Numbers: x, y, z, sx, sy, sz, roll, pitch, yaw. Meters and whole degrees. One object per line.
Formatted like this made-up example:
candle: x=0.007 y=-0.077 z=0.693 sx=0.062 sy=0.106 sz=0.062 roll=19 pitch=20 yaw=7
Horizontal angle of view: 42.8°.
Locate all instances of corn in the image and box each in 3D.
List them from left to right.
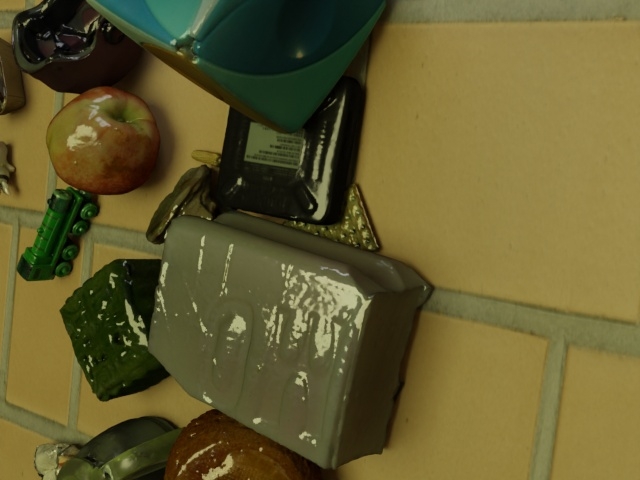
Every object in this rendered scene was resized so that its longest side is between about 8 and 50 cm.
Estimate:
corn: x=-0.234 y=-0.171 z=1.697 sx=0.083 sy=0.027 sz=0.028 roll=15 pitch=130 yaw=35

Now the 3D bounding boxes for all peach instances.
peach: x=-0.471 y=-0.199 z=1.747 sx=0.256 sy=0.232 sz=0.232 roll=-40 pitch=68 yaw=38

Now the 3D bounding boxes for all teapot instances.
teapot: x=-0.385 y=0.498 z=1.670 sx=0.321 sy=0.239 sz=0.240 roll=-5 pitch=88 yaw=33

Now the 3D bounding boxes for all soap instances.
soap: x=-0.072 y=0.159 z=1.443 sx=0.435 sy=0.213 sz=0.350 roll=20 pitch=105 yaw=28

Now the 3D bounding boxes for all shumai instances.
shumai: x=-0.258 y=-0.056 z=1.664 sx=0.120 sy=0.201 sz=0.201 roll=37 pitch=117 yaw=-16

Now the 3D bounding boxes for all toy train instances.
toy train: x=-0.613 y=-0.015 z=1.902 sx=0.085 sy=0.119 sz=0.251 roll=38 pitch=112 yaw=30

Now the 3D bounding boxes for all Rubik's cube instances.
Rubik's cube: x=-0.141 y=-0.430 z=1.398 sx=0.347 sy=0.352 sz=0.352 roll=35 pitch=94 yaw=35

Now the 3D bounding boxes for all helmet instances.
helmet: x=-0.488 y=-0.454 z=1.768 sx=0.338 sy=0.197 sz=0.271 roll=-46 pitch=54 yaw=0

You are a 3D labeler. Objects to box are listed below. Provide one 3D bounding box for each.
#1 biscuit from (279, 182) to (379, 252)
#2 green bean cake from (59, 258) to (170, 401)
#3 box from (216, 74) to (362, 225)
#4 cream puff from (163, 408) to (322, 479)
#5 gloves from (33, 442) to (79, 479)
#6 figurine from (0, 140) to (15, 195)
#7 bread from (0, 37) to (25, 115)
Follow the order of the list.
biscuit: x=0.000 y=0.000 z=1.541 sx=0.231 sy=0.016 sz=0.139 roll=-28 pitch=74 yaw=31
green bean cake: x=-0.410 y=0.188 z=1.740 sx=0.247 sy=0.156 sz=0.250 roll=-34 pitch=72 yaw=31
box: x=-0.067 y=-0.181 z=1.550 sx=0.290 sy=0.073 sz=0.289 roll=13 pitch=94 yaw=36
cream puff: x=-0.140 y=0.442 z=1.509 sx=0.302 sy=0.212 sz=0.303 roll=1 pitch=102 yaw=3
gloves: x=-0.620 y=0.534 z=1.933 sx=0.153 sy=0.070 sz=0.114 roll=-12 pitch=89 yaw=34
figurine: x=-0.819 y=-0.176 z=2.084 sx=0.098 sy=0.081 sz=0.146 roll=150 pitch=107 yaw=-76
bread: x=-0.840 y=-0.409 z=2.005 sx=0.142 sy=0.212 sz=0.224 roll=-16 pitch=82 yaw=29
